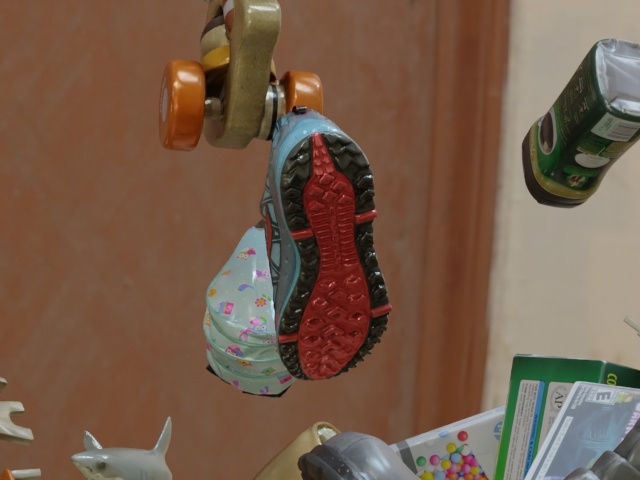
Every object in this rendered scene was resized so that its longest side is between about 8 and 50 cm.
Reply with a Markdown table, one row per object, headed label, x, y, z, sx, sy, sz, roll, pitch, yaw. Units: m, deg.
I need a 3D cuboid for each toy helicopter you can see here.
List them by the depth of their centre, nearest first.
| label | x | y | z | sx | sy | sz | roll | pitch | yaw |
| --- | --- | --- | --- | --- | --- | --- | --- | --- | --- |
| toy helicopter | -0.067 | -0.258 | 1.501 | 0.235 | 0.140 | 0.355 | -110 | -153 | -60 |

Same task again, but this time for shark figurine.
| label | x | y | z | sx | sy | sz | roll | pitch | yaw |
| --- | --- | --- | --- | --- | --- | --- | --- | --- | --- |
| shark figurine | -0.205 | 0.254 | 1.853 | 0.278 | 0.166 | 0.116 | 137 | -30 | -74 |

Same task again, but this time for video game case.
| label | x | y | z | sx | sy | sz | roll | pitch | yaw |
| --- | --- | --- | --- | --- | --- | --- | --- | --- | --- |
| video game case | 0.242 | 0.187 | 1.243 | 0.190 | 0.173 | 0.022 | -54 | 137 | -39 |

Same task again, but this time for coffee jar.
| label | x | y | z | sx | sy | sz | roll | pitch | yaw |
| --- | --- | --- | --- | --- | --- | --- | --- | --- | --- |
| coffee jar | 0.265 | -0.111 | 1.606 | 0.184 | 0.079 | 0.096 | 124 | -30 | -55 |

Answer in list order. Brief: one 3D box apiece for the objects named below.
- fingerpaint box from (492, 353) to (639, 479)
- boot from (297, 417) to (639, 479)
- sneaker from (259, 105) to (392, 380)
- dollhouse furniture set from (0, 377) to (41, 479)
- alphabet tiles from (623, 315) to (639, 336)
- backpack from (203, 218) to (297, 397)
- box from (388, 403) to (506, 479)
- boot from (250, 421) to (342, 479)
| label | x | y | z | sx | sy | sz | roll | pitch | yaw |
| --- | --- | --- | --- | --- | --- | --- | --- | --- | --- |
| fingerpaint box | 0.364 | 0.382 | 1.804 | 0.371 | 0.163 | 0.445 | 17 | 79 | -31 |
| boot | 0.146 | 0.169 | 1.011 | 0.223 | 0.118 | 0.338 | -42 | 130 | -4 |
| sneaker | 0.000 | 0.000 | 1.443 | 0.125 | 0.104 | 0.262 | -117 | -155 | -57 |
| dollhouse furniture set | -0.452 | 0.281 | 1.889 | 0.135 | 0.262 | 0.259 | 13 | 124 | -40 |
| alphabet tiles | 0.413 | 0.152 | 1.666 | 0.009 | 0.198 | 0.237 | -54 | 144 | 8 |
| backpack | -0.047 | 0.063 | 1.608 | 0.182 | 0.152 | 0.115 | -56 | 152 | -38 |
| box | 0.154 | 0.285 | 1.857 | 0.038 | 0.186 | 0.145 | -135 | -153 | -80 |
| boot | -0.037 | 0.326 | 1.380 | 0.236 | 0.269 | 0.089 | 54 | 16 | 12 |
